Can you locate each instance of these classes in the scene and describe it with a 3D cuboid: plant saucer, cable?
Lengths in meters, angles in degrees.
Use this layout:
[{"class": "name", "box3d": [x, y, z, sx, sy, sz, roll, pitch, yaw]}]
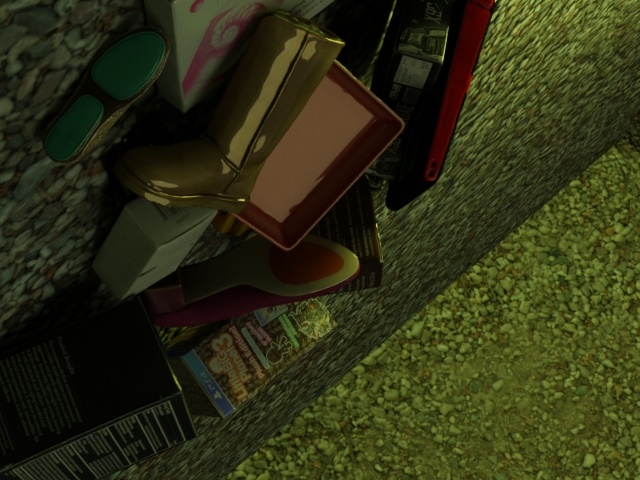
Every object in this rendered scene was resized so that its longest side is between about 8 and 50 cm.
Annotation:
[{"class": "plant saucer", "box3d": [-0.046, -0.141, 1.665, 0.259, 0.048, 0.258, -47, 133, 9]}, {"class": "cable", "box3d": [0.160, -0.155, 2.519, 0.150, 0.047, 0.184, -44, 165, -3]}]

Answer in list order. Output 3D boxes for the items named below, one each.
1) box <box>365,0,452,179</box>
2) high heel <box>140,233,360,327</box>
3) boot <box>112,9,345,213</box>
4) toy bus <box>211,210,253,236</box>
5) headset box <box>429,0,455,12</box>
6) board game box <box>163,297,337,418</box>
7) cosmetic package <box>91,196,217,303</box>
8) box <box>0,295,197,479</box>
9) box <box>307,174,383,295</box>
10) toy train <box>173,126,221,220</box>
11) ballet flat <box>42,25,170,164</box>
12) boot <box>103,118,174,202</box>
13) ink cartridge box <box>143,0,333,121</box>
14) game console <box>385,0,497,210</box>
[{"class": "box", "box3d": [0.136, -0.282, 1.875, 0.307, 0.076, 0.243, 109, -6, -58]}, {"class": "high heel", "box3d": [-0.119, 0.077, 2.020, 0.377, 0.127, 0.181, -1, 153, 4]}, {"class": "boot", "box3d": [-0.117, -0.171, 1.506, 0.236, 0.089, 0.270, 4, 123, -53]}, {"class": "toy bus", "box3d": [-0.057, -0.129, 1.894, 0.108, 0.130, 0.333, -25, 154, -50]}, {"class": "headset box", "box3d": [0.216, -0.472, 1.600, 0.283, 0.131, 0.246, -34, 163, 12]}, {"class": "board game box", "box3d": [-0.154, 0.196, 2.278, 0.291, 0.141, 0.232, -37, -171, -24]}, {"class": "cosmetic package", "box3d": [-0.246, -0.001, 1.741, 0.117, 0.085, 0.231, -33, 172, -31]}, {"class": "box", "box3d": [-0.369, 0.259, 1.870, 0.294, 0.183, 0.296, -22, 160, -10]}, {"class": "box", "box3d": [0.000, 0.000, 2.136, 0.203, 0.167, 0.168, -9, 162, -1]}, {"class": "toy train", "box3d": [-0.091, -0.121, 1.738, 0.248, 0.105, 0.143, -10, 147, 2]}, {"class": "ballet flat", "box3d": [-0.256, -0.178, 1.425, 0.206, 0.073, 0.067, -43, -175, 10]}, {"class": "boot", "box3d": [-0.246, -0.110, 1.637, 0.099, 0.045, 0.121, -44, 163, -15]}, {"class": "ink cartridge box", "box3d": [-0.075, -0.309, 1.525, 0.324, 0.071, 0.330, -40, 162, -18]}, {"class": "game console", "box3d": [0.182, -0.230, 1.918, 0.386, 0.060, 0.342, 131, -22, -83]}]
